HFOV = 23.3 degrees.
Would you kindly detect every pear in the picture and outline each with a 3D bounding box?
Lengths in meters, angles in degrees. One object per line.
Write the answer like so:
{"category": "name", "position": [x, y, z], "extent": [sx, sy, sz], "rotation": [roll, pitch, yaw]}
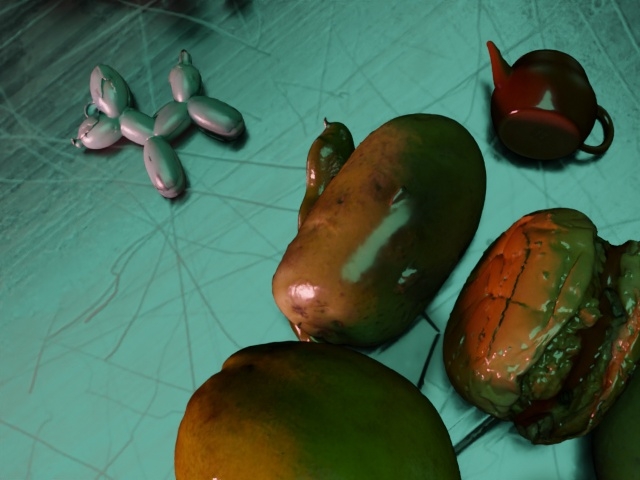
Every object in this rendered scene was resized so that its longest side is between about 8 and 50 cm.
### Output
{"category": "pear", "position": [0.003, 0.236, 1.490], "extent": [0.321, 0.269, 0.269], "rotation": [39, 84, 26]}

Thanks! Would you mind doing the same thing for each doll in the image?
{"category": "doll", "position": [-0.181, -0.127, 1.650], "extent": [0.159, 0.059, 0.158], "rotation": [-38, 83, -2]}

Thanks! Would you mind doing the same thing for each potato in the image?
{"category": "potato", "position": [0.364, 0.165, 1.527], "extent": [0.174, 0.159, 0.251], "rotation": [20, 73, -23]}
{"category": "potato", "position": [0.080, -0.012, 1.568], "extent": [0.160, 0.111, 0.271], "rotation": [38, 76, -9]}

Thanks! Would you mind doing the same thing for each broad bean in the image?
{"category": "broad bean", "position": [0.000, -0.001, 1.624], "extent": [0.053, 0.052, 0.256], "rotation": [0, 81, 44]}

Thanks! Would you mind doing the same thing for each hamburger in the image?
{"category": "hamburger", "position": [0.223, 0.082, 1.511], "extent": [0.163, 0.244, 0.244], "rotation": [34, 84, -3]}

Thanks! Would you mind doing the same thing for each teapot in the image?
{"category": "teapot", "position": [0.239, -0.149, 1.615], "extent": [0.173, 0.116, 0.116], "rotation": [27, 82, -20]}
